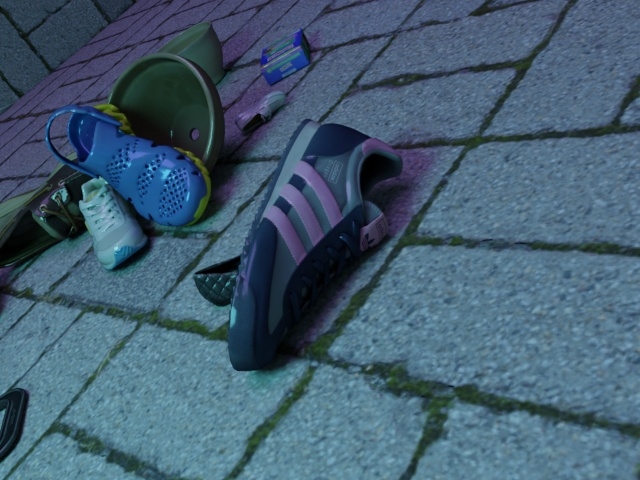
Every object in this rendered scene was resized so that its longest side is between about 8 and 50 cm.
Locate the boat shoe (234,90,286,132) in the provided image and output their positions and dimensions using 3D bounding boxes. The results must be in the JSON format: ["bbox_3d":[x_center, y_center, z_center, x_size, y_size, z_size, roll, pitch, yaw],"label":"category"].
[{"bbox_3d":[-0.098,-0.218,1.284,0.100,0.035,0.035,-31,57,-1],"label":"boat shoe"}]

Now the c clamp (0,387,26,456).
[{"bbox_3d":[-0.434,0.248,0.952,0.137,0.022,0.161,-31,28,-4],"label":"c clamp"}]

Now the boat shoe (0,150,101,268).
[{"bbox_3d":[-0.459,-0.050,1.331,0.342,0.123,0.123,-25,46,15],"label":"boat shoe"}]

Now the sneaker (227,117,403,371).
[{"bbox_3d":[0.000,0.000,0.796,0.131,0.112,0.319,12,59,11],"label":"sneaker"}]

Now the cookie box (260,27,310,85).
[{"bbox_3d":[-0.067,-0.353,1.435,0.092,0.040,0.107,-25,31,15],"label":"cookie box"}]

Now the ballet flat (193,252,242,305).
[{"bbox_3d":[-0.070,0.017,0.887,0.173,0.049,0.057,-35,30,0],"label":"ballet flat"}]

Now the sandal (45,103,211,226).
[{"bbox_3d":[-0.302,-0.117,1.132,0.317,0.138,0.126,29,102,26],"label":"sandal"}]

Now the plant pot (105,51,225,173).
[{"bbox_3d":[-0.238,-0.182,1.236,0.237,0.237,0.110,-16,-7,29],"label":"plant pot"}]

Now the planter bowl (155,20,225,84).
[{"bbox_3d":[-0.275,-0.381,1.618,0.162,0.109,0.162,-25,31,17],"label":"planter bowl"}]

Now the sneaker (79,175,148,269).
[{"bbox_3d":[-0.336,-0.029,1.183,0.087,0.092,0.229,-36,30,-5],"label":"sneaker"}]
